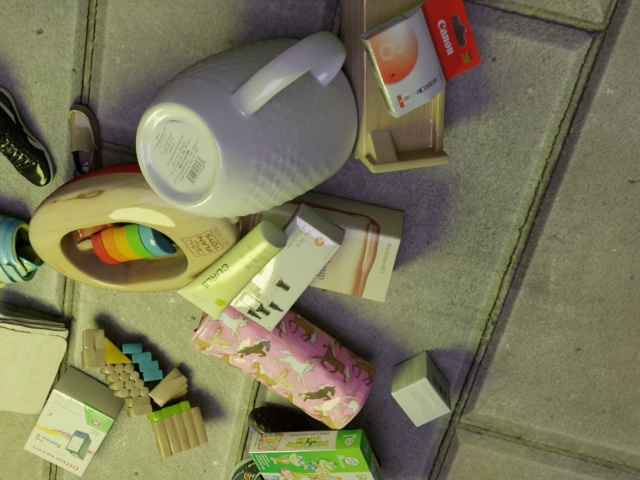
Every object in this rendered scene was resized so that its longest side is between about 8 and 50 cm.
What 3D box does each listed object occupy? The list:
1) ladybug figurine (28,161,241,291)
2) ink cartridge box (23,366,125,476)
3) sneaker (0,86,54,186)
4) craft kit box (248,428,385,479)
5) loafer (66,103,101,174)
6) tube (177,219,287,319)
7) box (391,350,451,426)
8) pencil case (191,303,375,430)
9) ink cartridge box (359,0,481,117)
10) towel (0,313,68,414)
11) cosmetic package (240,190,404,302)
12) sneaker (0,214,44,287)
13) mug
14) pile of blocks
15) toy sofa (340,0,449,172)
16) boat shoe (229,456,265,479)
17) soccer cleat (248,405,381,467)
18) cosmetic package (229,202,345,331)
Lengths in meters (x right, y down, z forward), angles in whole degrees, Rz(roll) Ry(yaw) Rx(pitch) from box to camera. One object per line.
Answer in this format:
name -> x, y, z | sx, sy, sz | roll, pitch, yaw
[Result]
ladybug figurine -> -0.341, -0.035, 1.590 | 0.449, 0.161, 0.305 | -6, 140, 23
ink cartridge box -> -0.566, 0.420, 1.926 | 0.154, 0.093, 0.212 | 30, 119, -8
sneaker -> -0.609, -0.181, 1.613 | 0.079, 0.121, 0.216 | -19, 112, 18
craft kit box -> 0.004, 0.500, 1.784 | 0.247, 0.061, 0.249 | -9, 129, 17
loafer -> -0.460, -0.191, 1.625 | 0.056, 0.050, 0.148 | -3, 116, 10
tube -> -0.156, 0.057, 1.506 | 0.240, 0.062, 0.070 | -40, 69, 32
box -> 0.211, 0.310, 1.746 | 0.087, 0.102, 0.101 | -30, 109, 19
pencil case -> -0.073, 0.240, 1.724 | 0.386, 0.160, 0.167 | 32, 150, -8
ink cartridge box -> 0.169, -0.298, 1.331 | 0.179, 0.045, 0.145 | -27, 121, -2
towel -> -0.682, 0.278, 1.856 | 0.187, 0.049, 0.282 | 14, 122, -28
cosmetic package -> 0.000, 0.000, 1.606 | 0.296, 0.129, 0.153 | 11, 117, 3
sneaker -> -0.686, 0.083, 1.756 | 0.208, 0.127, 0.319 | 13, 118, 3
mug -> -0.103, -0.202, 1.353 | 0.374, 0.328, 0.276 | -39, 86, 36
pile of blocks -> -0.395, 0.326, 1.861 | 0.362, 0.149, 0.113 | 51, 156, -7
toy sofa -> 0.129, -0.312, 1.438 | 0.150, 0.177, 0.362 | -9, 117, -14
boat shoe -> -0.151, 0.541, 1.927 | 0.183, 0.083, 0.065 | -40, 105, 24
soccer cleat -> -0.027, 0.476, 1.867 | 0.318, 0.108, 0.116 | 24, 121, -7
cosmetic package -> -0.063, 0.053, 1.537 | 0.099, 0.060, 0.239 | 33, 118, -9
